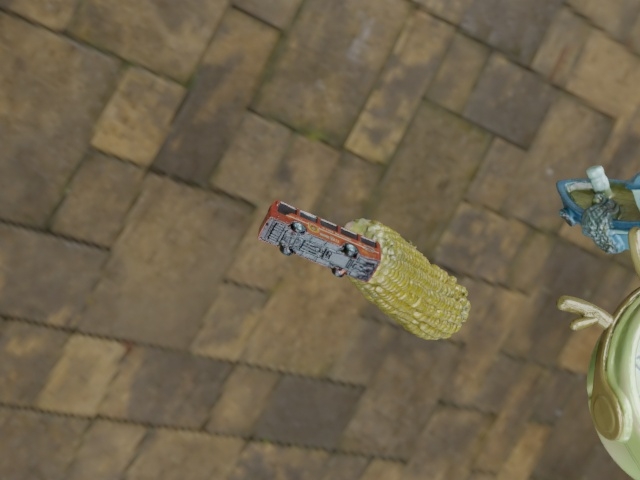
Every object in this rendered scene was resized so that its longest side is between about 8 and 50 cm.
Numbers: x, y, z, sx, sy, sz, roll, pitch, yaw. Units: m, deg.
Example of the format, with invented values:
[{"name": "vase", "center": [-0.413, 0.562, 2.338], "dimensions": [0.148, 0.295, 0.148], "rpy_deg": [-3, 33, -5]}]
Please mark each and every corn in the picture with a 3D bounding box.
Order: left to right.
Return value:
[{"name": "corn", "center": [0.090, 0.044, 1.777], "dimensions": [0.086, 0.086, 0.288], "rpy_deg": [-57, 151, -3]}]

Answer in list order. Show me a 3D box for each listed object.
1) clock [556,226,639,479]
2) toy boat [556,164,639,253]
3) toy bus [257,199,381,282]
[{"name": "clock", "center": [0.362, 0.140, 1.576], "dimensions": [0.235, 0.308, 0.096], "rpy_deg": [-40, 180, -24]}, {"name": "toy boat", "center": [0.359, -0.048, 1.849], "dimensions": [0.109, 0.238, 0.098], "rpy_deg": [-36, 112, -31]}, {"name": "toy bus", "center": [0.000, 0.000, 1.428], "dimensions": [0.110, 0.043, 0.031], "rpy_deg": [23, 123, -12]}]
